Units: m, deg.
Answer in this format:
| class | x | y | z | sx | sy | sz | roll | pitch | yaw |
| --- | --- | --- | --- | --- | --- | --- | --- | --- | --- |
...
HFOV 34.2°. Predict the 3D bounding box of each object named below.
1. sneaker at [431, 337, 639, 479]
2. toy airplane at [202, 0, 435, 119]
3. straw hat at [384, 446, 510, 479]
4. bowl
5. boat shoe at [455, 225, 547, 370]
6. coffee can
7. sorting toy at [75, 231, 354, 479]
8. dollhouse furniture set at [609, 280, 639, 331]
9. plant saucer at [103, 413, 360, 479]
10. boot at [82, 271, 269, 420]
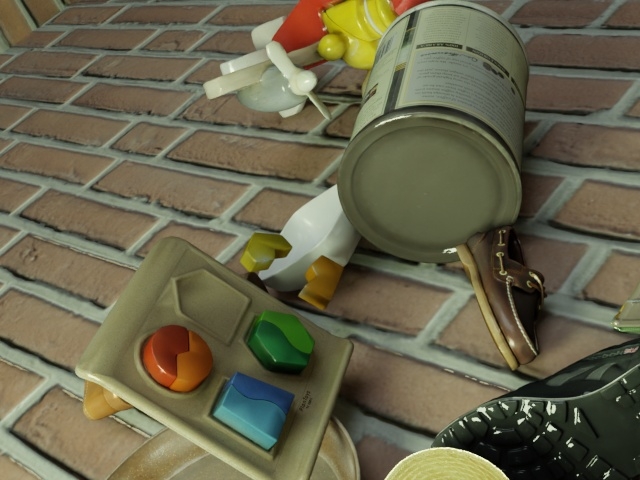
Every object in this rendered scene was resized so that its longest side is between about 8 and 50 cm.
| class | x | y | z | sx | sy | sz | roll | pitch | yaw |
| --- | --- | --- | --- | --- | --- | --- | --- | --- | --- |
| sneaker | 0.235 | 0.147 | 0.879 | 0.283 | 0.107 | 0.124 | -23 | 2 | 21 |
| toy airplane | 0.034 | -0.279 | 1.515 | 0.386 | 0.272 | 0.384 | -35 | -7 | 4 |
| straw hat | 0.112 | 0.232 | 0.843 | 0.145 | 0.144 | 0.061 | -8 | -4 | 28 |
| bowl | 0.000 | 0.000 | 1.252 | 0.142 | 0.053 | 0.142 | -32 | 21 | 43 |
| boat shoe | 0.190 | 0.048 | 1.050 | 0.073 | 0.073 | 0.207 | -24 | 32 | 9 |
| coffee can | 0.142 | -0.136 | 1.231 | 0.202 | 0.201 | 0.275 | -12 | 34 | 23 |
| sorting toy | -0.075 | 0.078 | 1.015 | 0.041 | 0.229 | 0.307 | -56 | 7 | 38 |
| dollhouse furniture set | 0.350 | 0.066 | 0.953 | 0.076 | 0.058 | 0.152 | -52 | 20 | -23 |
| plant saucer | -0.099 | 0.273 | 0.963 | 0.311 | 0.050 | 0.310 | -19 | 32 | 12 |
| boot | -0.176 | 0.134 | 1.133 | 0.220 | 0.109 | 0.283 | -27 | 18 | 12 |
